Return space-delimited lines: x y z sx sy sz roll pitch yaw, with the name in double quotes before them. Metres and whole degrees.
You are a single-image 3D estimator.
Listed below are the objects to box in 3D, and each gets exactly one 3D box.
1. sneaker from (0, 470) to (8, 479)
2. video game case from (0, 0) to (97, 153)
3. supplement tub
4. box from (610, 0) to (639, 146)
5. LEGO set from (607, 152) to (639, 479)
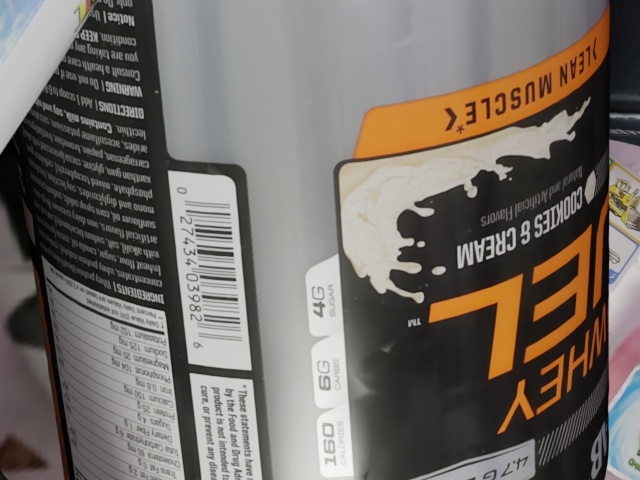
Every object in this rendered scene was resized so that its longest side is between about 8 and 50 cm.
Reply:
"sneaker" -0.125 0.188 0.687 0.130 0.087 0.227 -37 123 -11
"video game case" -0.172 -0.125 0.438 0.269 0.061 0.244 33 92 0
"supplement tub" 0.000 0.000 0.613 0.193 0.193 0.316 -18 120 -25
"box" 0.318 -0.106 0.684 0.395 0.293 0.212 10 91 -36
"LEGO set" 0.165 0.020 0.832 0.244 0.060 0.182 33 93 -27
